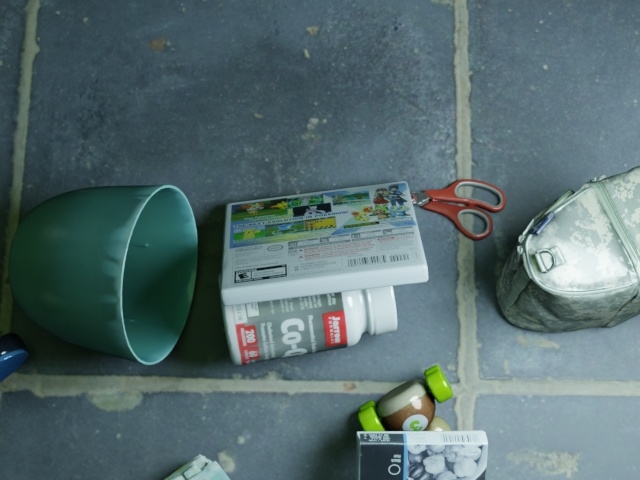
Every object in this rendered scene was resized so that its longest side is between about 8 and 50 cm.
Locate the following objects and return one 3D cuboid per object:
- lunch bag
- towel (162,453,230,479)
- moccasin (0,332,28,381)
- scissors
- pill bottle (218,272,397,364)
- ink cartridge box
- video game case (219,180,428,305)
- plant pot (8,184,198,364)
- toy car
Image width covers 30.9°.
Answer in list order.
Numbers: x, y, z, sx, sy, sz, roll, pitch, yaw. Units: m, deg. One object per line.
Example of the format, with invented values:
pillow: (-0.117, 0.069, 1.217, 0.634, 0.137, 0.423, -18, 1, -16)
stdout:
lunch bag: (0.428, 0.036, 1.898, 0.256, 0.305, 0.213, -21, 75, -8)
towel: (-0.213, 0.568, 1.828, 0.320, 0.090, 0.374, -29, 73, -18)
moccasin: (-0.660, 0.225, 1.918, 0.341, 0.138, 0.117, -25, 71, -9)
scissors: (0.183, -0.082, 2.079, 0.297, 0.021, 0.109, 16, 77, 5)
pill bottle: (-0.021, 0.110, 1.944, 0.283, 0.161, 0.161, -9, 74, -3)
ink cartridge box: (0.160, 0.403, 1.861, 0.206, 0.045, 0.208, -1, 114, 0)
video game case: (0.000, 0.000, 1.932, 0.328, 0.036, 0.300, -7, 30, 1)
plant pot: (-0.366, 0.043, 1.907, 0.235, 0.293, 0.293, 7, 73, 17)
toy car: (0.173, 0.326, 1.904, 0.155, 0.149, 0.188, -29, 88, 4)
